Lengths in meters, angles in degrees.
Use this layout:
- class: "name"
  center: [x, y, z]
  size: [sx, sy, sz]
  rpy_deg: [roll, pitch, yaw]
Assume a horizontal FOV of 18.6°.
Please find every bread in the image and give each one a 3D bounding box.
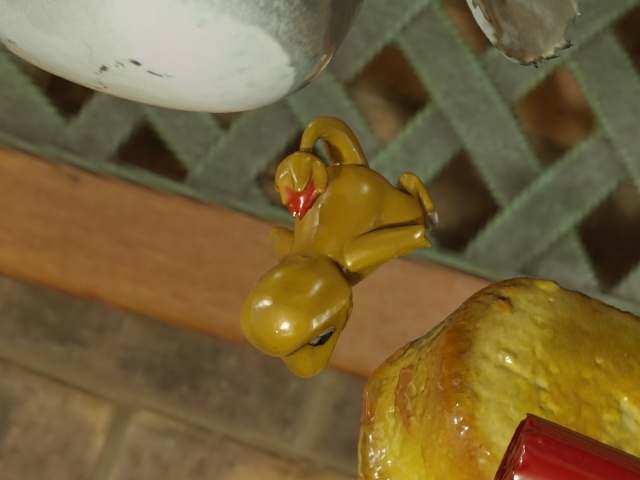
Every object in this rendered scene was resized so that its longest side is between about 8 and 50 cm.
- class: "bread"
  center: [0.158, 0.147, 1.324]
  size: [0.268, 0.268, 0.146]
  rpy_deg: [24, 140, -13]

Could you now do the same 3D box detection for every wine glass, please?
- class: "wine glass"
  center: [-0.027, -0.184, 1.051]
  size: [0.323, 0.238, 0.238]
  rpy_deg: [-2, 155, 29]

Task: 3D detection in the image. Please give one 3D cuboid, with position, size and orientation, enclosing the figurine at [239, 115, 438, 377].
- class: "figurine"
  center: [-0.002, -0.002, 1.256]
  size: [0.121, 0.176, 0.122]
  rpy_deg: [0, 133, 29]

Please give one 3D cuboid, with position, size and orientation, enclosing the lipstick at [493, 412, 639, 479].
- class: "lipstick"
  center: [0.219, 0.170, 0.980]
  size: [0.280, 0.073, 0.073]
  rpy_deg: [23, 164, 0]
